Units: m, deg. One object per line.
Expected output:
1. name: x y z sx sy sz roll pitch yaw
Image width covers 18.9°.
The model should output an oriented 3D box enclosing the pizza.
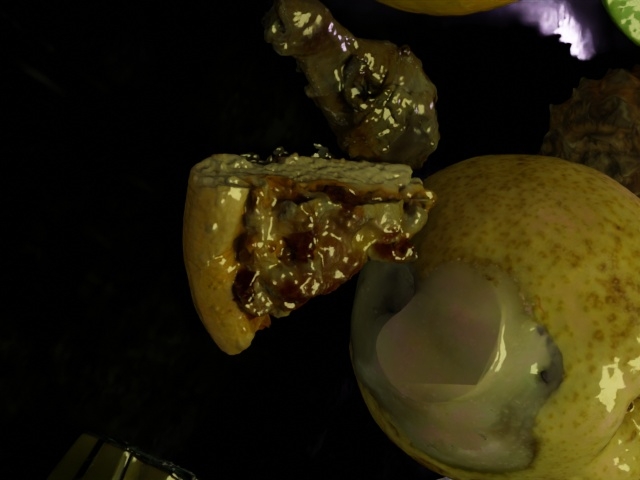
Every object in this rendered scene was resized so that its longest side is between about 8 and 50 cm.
1. pizza: 0.001 0.000 1.315 0.194 0.069 0.154 -18 123 -20

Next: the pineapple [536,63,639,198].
1. pineapple: 0.316 -0.081 1.640 0.361 0.175 0.175 -19 123 -52

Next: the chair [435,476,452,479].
1. chair: 0.115 0.309 1.553 0.275 0.203 0.190 8 113 -58

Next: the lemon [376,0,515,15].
1. lemon: 0.082 -0.262 1.176 0.236 0.236 0.263 -28 172 -41

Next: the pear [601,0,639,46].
1. pear: 0.308 -0.257 1.554 0.239 0.139 0.288 -30 116 -13

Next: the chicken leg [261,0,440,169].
1. chicken leg: 0.020 -0.115 1.328 0.085 0.069 0.198 -43 136 7

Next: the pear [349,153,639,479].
1. pear: 0.156 0.068 1.431 0.271 0.271 0.271 -28 128 -41

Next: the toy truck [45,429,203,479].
1. toy truck: -0.180 0.236 1.206 0.127 0.127 0.257 45 71 -37
